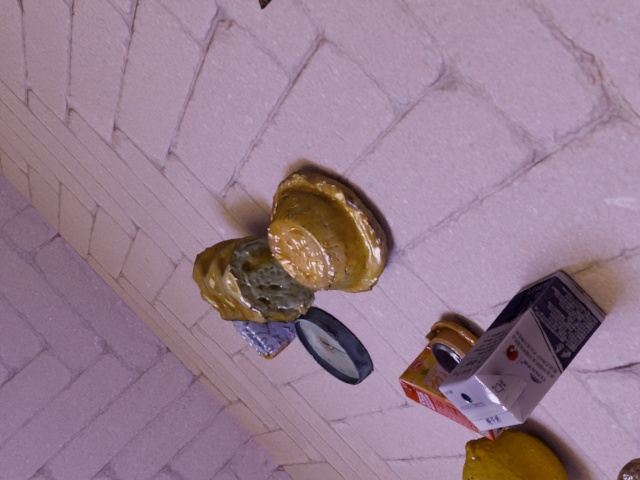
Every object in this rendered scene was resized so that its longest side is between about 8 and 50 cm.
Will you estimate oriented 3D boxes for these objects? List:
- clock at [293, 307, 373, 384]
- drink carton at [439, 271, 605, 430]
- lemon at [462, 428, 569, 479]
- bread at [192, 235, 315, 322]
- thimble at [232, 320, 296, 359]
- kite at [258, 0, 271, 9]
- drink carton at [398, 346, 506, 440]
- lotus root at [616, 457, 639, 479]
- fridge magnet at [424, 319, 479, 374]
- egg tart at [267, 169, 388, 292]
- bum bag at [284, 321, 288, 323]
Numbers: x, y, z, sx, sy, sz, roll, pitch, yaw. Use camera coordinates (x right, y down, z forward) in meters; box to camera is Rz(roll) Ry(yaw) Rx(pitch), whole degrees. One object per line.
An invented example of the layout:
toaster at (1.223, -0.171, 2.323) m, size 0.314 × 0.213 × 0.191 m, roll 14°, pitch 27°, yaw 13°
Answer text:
clock at (0.028, 0.258, 2.065) m, size 0.226 × 0.049 × 0.226 m, roll 38°, pitch 156°, yaw 20°
drink carton at (0.291, 0.164, 1.245) m, size 0.102 × 0.222 × 0.134 m, roll 46°, pitch 157°, yaw 0°
lemon at (0.377, 0.469, 1.644) m, size 0.257 × 0.188 × 0.188 m, roll 45°, pitch 157°, yaw -7°
bread at (-0.141, 0.087, 1.884) m, size 0.252 × 0.238 × 0.196 m, roll 162°, pitch 104°, yaw -70°
thimble at (-0.138, 0.218, 2.189) m, size 0.151 × 0.118 × 0.127 m, roll 47°, pitch 157°, yaw 0°
kite at (-0.100, -0.410, 1.243) m, size 0.160 × 0.010 × 0.183 m, roll 25°, pitch 153°, yaw 33°
drink carton at (0.268, 0.295, 1.657) m, size 0.223 × 0.096 × 0.071 m, roll 21°, pitch 147°, yaw 44°
lotus root at (0.564, 0.454, 1.376) m, size 0.303 × 0.131 × 0.146 m, roll 59°, pitch 177°, yaw -26°
fridge magnet at (0.257, 0.208, 1.577) m, size 0.143 × 0.063 × 0.143 m, roll 39°, pitch 154°, yaw 23°
egg tart at (0.000, 0.000, 1.591) m, size 0.288 × 0.118 × 0.288 m, roll 29°, pitch 140°, yaw 28°
bum bag at (-0.135, 0.134, 2.114) m, size 0.197 × 0.049 × 0.087 m, roll 35°, pitch 132°, yaw 25°
